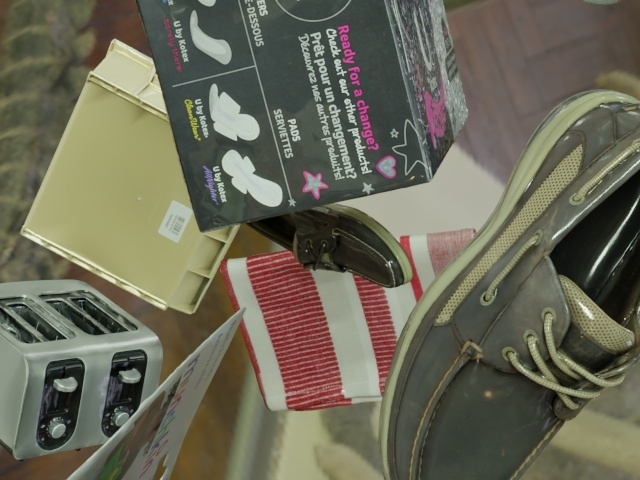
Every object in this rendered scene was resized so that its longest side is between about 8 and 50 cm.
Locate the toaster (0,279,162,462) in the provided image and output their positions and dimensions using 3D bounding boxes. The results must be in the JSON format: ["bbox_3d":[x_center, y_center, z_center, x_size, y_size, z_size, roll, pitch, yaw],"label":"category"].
[{"bbox_3d":[-0.267,0.120,1.424,0.168,0.185,0.110,-3,116,-46],"label":"toaster"}]

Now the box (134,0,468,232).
[{"bbox_3d":[0.002,-0.115,0.895,0.247,0.142,0.163,-48,124,-73],"label":"box"}]

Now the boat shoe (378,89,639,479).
[{"bbox_3d":[0.158,0.053,1.047,0.132,0.130,0.355,27,88,-23],"label":"boat shoe"}]

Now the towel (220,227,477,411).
[{"bbox_3d":[0.057,0.106,1.831,0.037,0.329,0.237,-71,150,-57],"label":"towel"}]

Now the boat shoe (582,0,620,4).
[{"bbox_3d":[0.185,-0.356,1.460,0.320,0.103,0.118,34,45,9],"label":"boat shoe"}]

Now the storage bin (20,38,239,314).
[{"bbox_3d":[-0.221,-0.076,1.916,0.260,0.262,0.123,28,26,-2],"label":"storage bin"}]

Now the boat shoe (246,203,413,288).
[{"bbox_3d":[0.000,0.000,1.037,0.049,0.152,0.056,-38,136,-26],"label":"boat shoe"}]

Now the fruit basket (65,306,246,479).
[{"bbox_3d":[-0.171,0.241,0.914,0.165,0.327,0.353,36,38,13],"label":"fruit basket"}]
